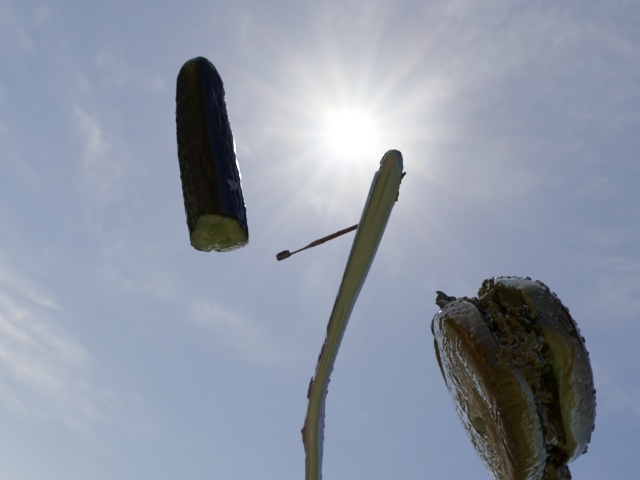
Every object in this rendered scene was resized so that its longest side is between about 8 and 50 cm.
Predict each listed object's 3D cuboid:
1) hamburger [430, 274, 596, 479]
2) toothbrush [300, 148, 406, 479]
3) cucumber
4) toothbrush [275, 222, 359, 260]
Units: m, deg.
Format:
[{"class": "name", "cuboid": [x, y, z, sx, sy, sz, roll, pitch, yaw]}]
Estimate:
[{"class": "hamburger", "cuboid": [0.196, 0.147, 0.939, 0.189, 0.122, 0.215, -155, -133, -73]}, {"class": "toothbrush", "cuboid": [0.005, 0.060, 0.400, 0.022, 0.204, 0.017, 17, 6, -4]}, {"class": "cucumber", "cuboid": [-0.138, -0.107, 1.138, 0.074, 0.075, 0.241, -32, -114, 61]}, {"class": "toothbrush", "cuboid": [0.000, 0.000, 0.948, 0.008, 0.097, 0.006, 69, 0, -51]}]
